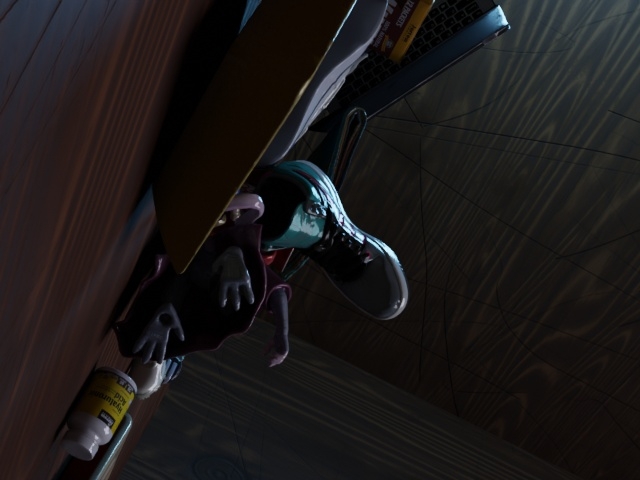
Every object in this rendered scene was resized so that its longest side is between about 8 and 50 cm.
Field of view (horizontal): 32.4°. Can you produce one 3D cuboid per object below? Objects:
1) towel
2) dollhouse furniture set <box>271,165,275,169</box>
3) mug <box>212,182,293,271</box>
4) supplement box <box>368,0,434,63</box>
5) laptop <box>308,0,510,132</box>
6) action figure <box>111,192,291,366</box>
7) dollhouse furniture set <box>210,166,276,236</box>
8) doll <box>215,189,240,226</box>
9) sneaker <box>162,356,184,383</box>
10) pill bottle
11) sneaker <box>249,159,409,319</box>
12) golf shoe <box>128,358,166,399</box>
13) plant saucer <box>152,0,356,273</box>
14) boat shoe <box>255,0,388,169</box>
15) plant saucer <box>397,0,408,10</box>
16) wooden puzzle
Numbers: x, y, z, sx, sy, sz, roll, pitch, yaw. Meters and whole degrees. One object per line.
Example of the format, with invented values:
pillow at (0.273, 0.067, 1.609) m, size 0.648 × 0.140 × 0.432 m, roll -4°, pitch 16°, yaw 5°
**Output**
towel at (-0.014, -0.066, 1.975) m, size 0.370 × 0.040 × 0.271 m, roll 137°, pitch -28°, yaw -71°
dollhouse furniture set at (-0.126, -0.176, 1.853) m, size 0.091 × 0.081 × 0.114 m, roll -114°, pitch -163°, yaw -73°
mug at (-0.112, -0.035, 1.764) m, size 0.113 × 0.169 × 0.150 m, roll -63°, pitch -179°, yaw 4°
supplement box at (0.100, -0.436, 1.868) m, size 0.129 × 0.191 × 0.194 m, roll -60°, pitch -176°, yaw 43°
laptop at (0.128, -0.387, 2.046) m, size 0.382 × 0.236 × 0.407 m, roll -32°, pitch -128°, yaw 13°
action figure at (-0.169, 0.046, 1.543) m, size 0.370 × 0.248 × 0.275 m, roll -66°, pitch 156°, yaw -78°
dollhouse furniture set at (-0.173, -0.020, 2.015) m, size 0.262 × 0.135 × 0.259 m, roll -64°, pitch 170°, yaw -5°
doll at (-0.136, -0.084, 1.572) m, size 0.189 × 0.046 × 0.129 m, roll 120°, pitch -39°, yaw -59°
sneaker at (-0.312, 0.202, 2.309) m, size 0.098 × 0.083 × 0.223 m, roll -22°, pitch -147°, yaw 52°
pill bottle at (-0.297, 0.231, 1.467) m, size 0.116 × 0.065 × 0.065 m, roll -65°, pitch -178°, yaw -37°
sneaker at (0.000, 0.000, 1.618) m, size 0.124 × 0.295 × 0.178 m, roll -46°, pitch 163°, yaw 23°
golf shoe at (-0.306, 0.199, 1.997) m, size 0.086 × 0.069 × 0.176 m, roll 83°, pitch 24°, yaw -57°
plant saucer at (-0.063, -0.172, 1.165) m, size 0.333 × 0.081 × 0.332 m, roll -51°, pitch -169°, yaw 47°
boat shoe at (-0.018, -0.262, 1.723) m, size 0.367 × 0.136 × 0.156 m, roll -61°, pitch -179°, yaw -6°
plant saucer at (0.156, -0.437, 1.633) m, size 0.198 × 0.036 × 0.198 m, roll -60°, pitch -178°, yaw 3°
wooden puzzle at (-0.426, 0.475, 1.765) m, size 0.347 × 0.081 × 0.322 m, roll -76°, pitch -168°, yaw -62°
